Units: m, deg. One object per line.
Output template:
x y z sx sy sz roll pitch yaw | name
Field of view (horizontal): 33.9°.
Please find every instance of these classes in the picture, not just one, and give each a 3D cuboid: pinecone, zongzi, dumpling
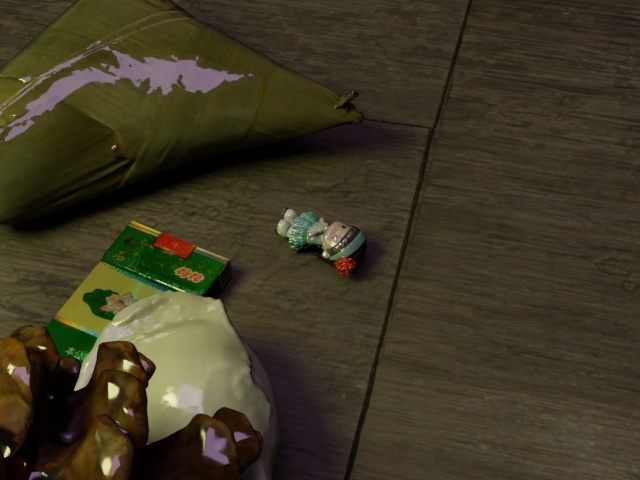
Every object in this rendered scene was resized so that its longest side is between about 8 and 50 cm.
-0.172 0.240 0.734 0.384 0.384 0.384 -2 51 2 | pinecone
-0.232 -0.096 1.165 0.418 0.181 0.447 26 59 22 | zongzi
-0.134 0.165 0.956 0.193 0.147 0.258 -9 67 -5 | dumpling

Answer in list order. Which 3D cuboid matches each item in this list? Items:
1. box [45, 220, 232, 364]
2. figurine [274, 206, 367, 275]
-0.207 0.088 1.096 0.132 0.034 0.235 21 54 19 | box
0.000 0.000 1.150 0.106 0.047 0.060 22 46 22 | figurine
